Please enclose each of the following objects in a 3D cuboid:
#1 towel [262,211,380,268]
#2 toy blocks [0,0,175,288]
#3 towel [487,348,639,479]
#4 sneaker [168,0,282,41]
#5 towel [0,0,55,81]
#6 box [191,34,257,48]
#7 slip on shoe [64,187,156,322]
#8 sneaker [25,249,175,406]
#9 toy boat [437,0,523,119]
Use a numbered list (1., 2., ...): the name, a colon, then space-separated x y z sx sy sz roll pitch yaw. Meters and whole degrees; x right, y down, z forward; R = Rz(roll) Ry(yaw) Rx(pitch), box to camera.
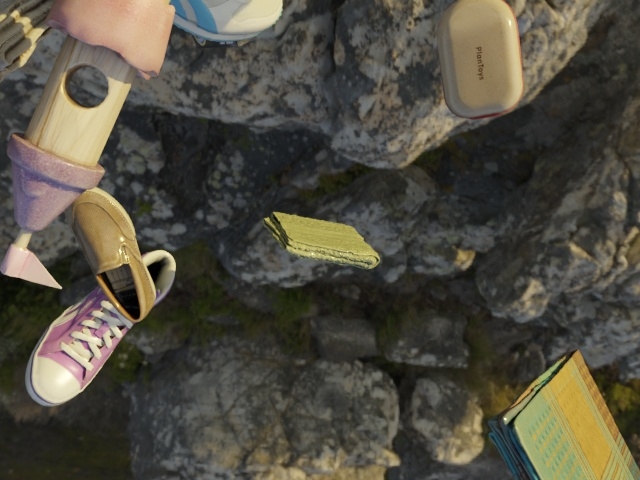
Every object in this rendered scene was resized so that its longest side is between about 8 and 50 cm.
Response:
1. towel: 0.000 0.000 0.886 0.148 0.110 0.027 8 113 -26
2. toy blocks: -0.211 -0.135 0.307 0.288 0.309 0.260 26 95 -24
3. towel: 0.326 0.293 0.784 0.040 0.271 0.370 -29 168 30
4. sneaker: -0.112 -0.247 0.559 0.092 0.087 0.228 -17 161 40
5. towel: -0.371 -0.151 0.601 0.282 0.187 0.049 -16 125 18
6. box: -0.277 -0.594 1.598 0.060 0.270 0.216 -31 118 -22
7. slip on shoe: -0.191 0.015 0.584 0.051 0.041 0.135 -16 114 1
8. sneaker: -0.324 0.116 0.970 0.102 0.282 0.161 44 140 -18
9. toy boat: 0.309 -0.359 1.257 0.151 0.151 0.231 -7 104 12
